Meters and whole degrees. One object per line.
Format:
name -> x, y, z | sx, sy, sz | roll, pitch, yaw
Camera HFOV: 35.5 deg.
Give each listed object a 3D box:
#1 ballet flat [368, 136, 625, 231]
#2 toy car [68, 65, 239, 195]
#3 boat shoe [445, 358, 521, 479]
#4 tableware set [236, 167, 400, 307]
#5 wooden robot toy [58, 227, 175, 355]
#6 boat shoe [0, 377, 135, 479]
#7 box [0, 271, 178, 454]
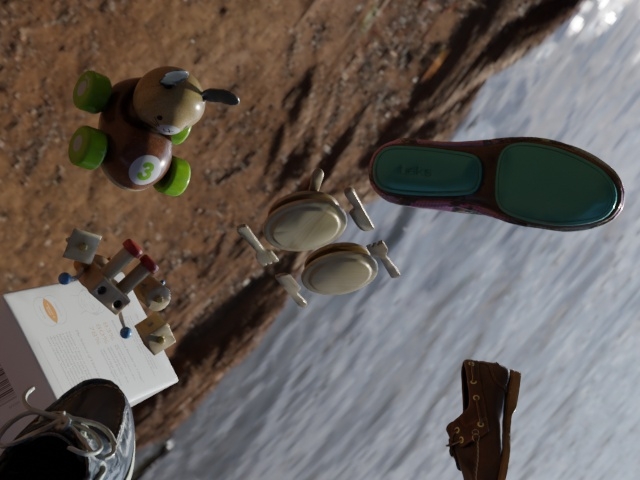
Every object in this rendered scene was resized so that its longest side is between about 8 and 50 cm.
ballet flat -> 0.152, -0.050, 0.863 | 0.079, 0.221, 0.077 | 11, 85, -67
toy car -> -0.191, -0.152, 1.224 | 0.155, 0.149, 0.188 | 18, 152, -41
boat shoe -> 0.173, 0.218, 1.104 | 0.207, 0.073, 0.073 | -71, 178, -49
tableware set -> 0.000, 0.000, 1.070 | 0.128, 0.039, 0.194 | -18, 146, 11
wooden robot toy -> -0.206, 0.035, 0.994 | 0.076, 0.079, 0.173 | -46, 129, -9
boat shoe -> -0.205, 0.174, 0.755 | 0.254, 0.095, 0.079 | -59, 160, -60
box -> -0.404, 0.192, 1.548 | 0.168, 0.215, 0.345 | -30, 174, 17
